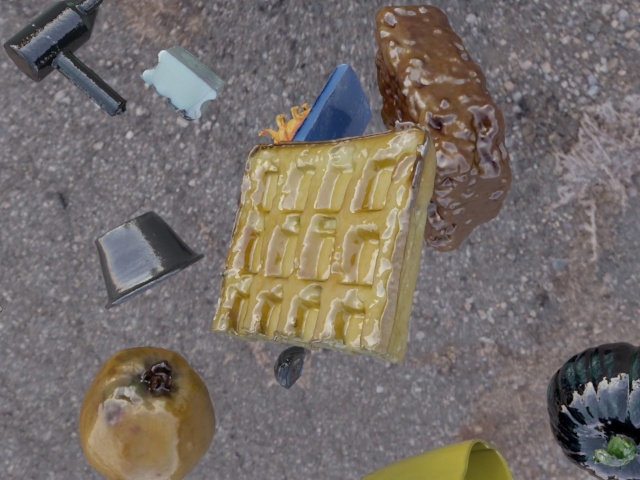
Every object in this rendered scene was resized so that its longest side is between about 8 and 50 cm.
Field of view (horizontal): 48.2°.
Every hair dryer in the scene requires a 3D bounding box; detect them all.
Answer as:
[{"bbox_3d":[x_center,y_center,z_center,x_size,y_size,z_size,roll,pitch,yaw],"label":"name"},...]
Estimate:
[{"bbox_3d":[-0.547,-0.432,1.698,0.302,0.244,0.116,42,161,-2],"label":"hair dryer"}]

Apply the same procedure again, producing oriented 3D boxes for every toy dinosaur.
[{"bbox_3d":[-0.073,-0.278,1.868,0.288,0.070,0.117,-19,98,51],"label":"toy dinosaur"}]

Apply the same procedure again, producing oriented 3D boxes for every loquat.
[{"bbox_3d":[-0.238,0.241,0.975,0.187,0.176,0.234,38,141,11],"label":"loquat"}]

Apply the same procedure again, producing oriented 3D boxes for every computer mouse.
[{"bbox_3d":[-0.068,0.267,1.535,0.047,0.135,0.079,15,104,20],"label":"computer mouse"}]

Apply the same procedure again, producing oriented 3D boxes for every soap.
[{"bbox_3d":[-0.300,-0.361,1.611,0.094,0.261,0.150,-44,105,11],"label":"soap"}]

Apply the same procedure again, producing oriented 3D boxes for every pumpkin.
[{"bbox_3d":[0.370,0.210,0.858,0.194,0.150,0.194,6,149,4],"label":"pumpkin"}]

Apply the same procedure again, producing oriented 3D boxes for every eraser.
[{"bbox_3d":[0.026,-0.235,1.520,0.043,0.311,0.144,-4,132,33],"label":"eraser"}]

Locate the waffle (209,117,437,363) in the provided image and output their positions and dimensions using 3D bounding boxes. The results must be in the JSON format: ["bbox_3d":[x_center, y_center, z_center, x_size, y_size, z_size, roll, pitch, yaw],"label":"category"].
[{"bbox_3d":[-0.001,0.000,0.967,0.078,0.304,0.348,21,167,-42],"label":"waffle"}]

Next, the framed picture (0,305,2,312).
[{"bbox_3d":[-0.854,0.175,1.672,0.216,0.273,0.016,-46,136,-7],"label":"framed picture"}]

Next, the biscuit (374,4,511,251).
[{"bbox_3d":[0.224,-0.216,1.363,0.166,0.394,0.342,-15,153,-3],"label":"biscuit"}]

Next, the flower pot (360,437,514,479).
[{"bbox_3d":[0.141,0.360,0.904,0.179,0.195,0.195,-18,120,29],"label":"flower pot"}]

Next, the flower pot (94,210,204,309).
[{"bbox_3d":[-0.385,0.030,1.529,0.235,0.235,0.148,-28,93,20],"label":"flower pot"}]
